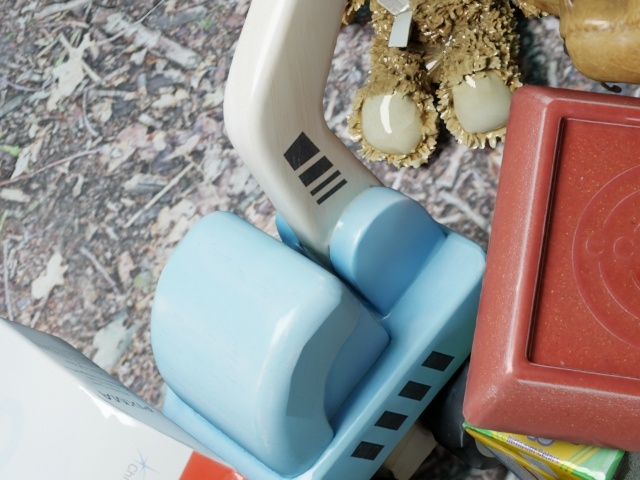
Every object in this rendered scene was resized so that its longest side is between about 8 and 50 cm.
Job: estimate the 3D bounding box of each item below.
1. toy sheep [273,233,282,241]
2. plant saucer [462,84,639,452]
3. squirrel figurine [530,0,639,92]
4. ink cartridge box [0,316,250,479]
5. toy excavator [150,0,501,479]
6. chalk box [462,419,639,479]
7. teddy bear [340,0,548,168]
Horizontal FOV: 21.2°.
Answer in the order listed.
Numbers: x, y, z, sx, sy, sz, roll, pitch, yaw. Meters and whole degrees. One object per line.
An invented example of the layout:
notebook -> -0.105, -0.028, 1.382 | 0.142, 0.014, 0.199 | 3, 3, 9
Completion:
toy sheep -> -0.023, 0.032, 1.478 | 0.091, 0.091, 0.132 | -7, 33, 30
plant saucer -> 0.241, 0.015, 1.154 | 0.258, 0.047, 0.259 | 8, 70, 9
squirrel figurine -> 0.326, -0.270, 1.289 | 0.397, 0.281, 0.370 | -12, 40, 12
ink cartridge box -> -0.189, 0.263, 1.210 | 0.385, 0.091, 0.308 | 29, 93, 47
toy excavator -> 0.000, 0.000, 1.237 | 0.222, 0.445, 0.433 | 32, 80, 41
chalk box -> 0.226, 0.090, 1.246 | 0.132, 0.132, 0.213 | 20, 73, 39
teddy bear -> 0.107, -0.220, 1.553 | 0.245, 0.113, 0.338 | -32, 56, 21
